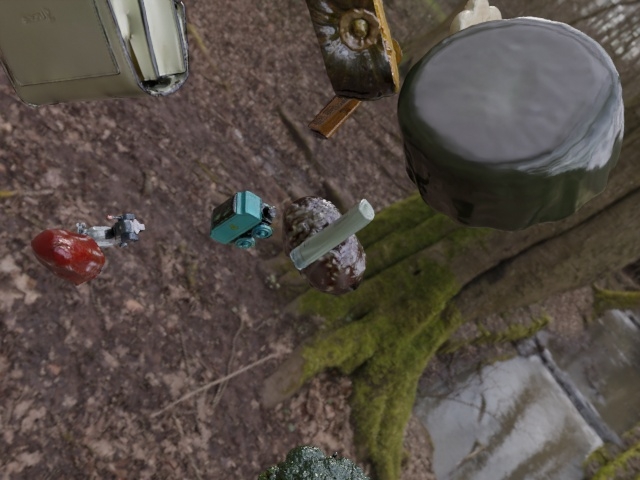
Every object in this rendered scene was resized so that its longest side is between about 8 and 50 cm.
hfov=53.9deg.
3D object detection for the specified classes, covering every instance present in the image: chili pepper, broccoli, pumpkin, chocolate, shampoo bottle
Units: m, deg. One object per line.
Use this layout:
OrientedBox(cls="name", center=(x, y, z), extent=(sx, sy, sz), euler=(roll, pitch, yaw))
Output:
OrientedBox(cls="chili pepper", center=(-0.566, 0.021, 1.379), extent=(0.253, 0.136, 0.144), euler=(143, -75, -77))
OrientedBox(cls="broccoli", center=(-0.019, 0.732, 1.776), extent=(0.321, 0.283, 0.304), euler=(40, 64, 22))
OrientedBox(cls="pumpkin", center=(0.056, -0.421, 1.188), extent=(0.221, 0.139, 0.317), euler=(-88, 158, -56))
OrientedBox(cls="chocolate", center=(0.000, 0.000, 1.995), extent=(0.340, 0.225, 0.210), euler=(55, -8, 27))
OrientedBox(cls="shampoo bottle", center=(0.023, -0.010, 1.336), extent=(0.049, 0.212, 0.072), euler=(46, 31, -14))

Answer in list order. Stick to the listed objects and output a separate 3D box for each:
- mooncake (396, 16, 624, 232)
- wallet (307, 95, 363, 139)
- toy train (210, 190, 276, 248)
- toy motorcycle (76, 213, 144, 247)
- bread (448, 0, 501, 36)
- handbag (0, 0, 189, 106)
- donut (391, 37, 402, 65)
OrientedBox(cls="mooncake", center=(0.309, -0.186, 1.050), extent=(0.356, 0.357, 0.194), euler=(64, 2, 33))
OrientedBox(cls="wallet", center=(0.039, -0.344, 1.694), extent=(0.042, 0.161, 0.195), euler=(40, 3, -18))
OrientedBox(cls="toy train", center=(-0.228, -0.058, 1.840), extent=(0.154, 0.198, 0.107), euler=(29, 44, -39))
OrientedBox(cls="toy motorcycle", center=(-0.652, -0.017, 1.915), extent=(0.150, 0.221, 0.102), euler=(21, 55, -68))
OrientedBox(cls="bread", center=(0.366, -0.411, 1.476), extent=(0.316, 0.054, 0.315), euler=(-11, 104, -52))
OrientedBox(cls="handbag", center=(-0.406, -0.357, 1.082), extent=(0.160, 0.359, 0.236), euler=(-34, 122, -47))
OrientedBox(cls="donut", center=(0.191, -0.555, 1.861), extent=(0.043, 0.097, 0.108), euler=(-88, 162, -54))
